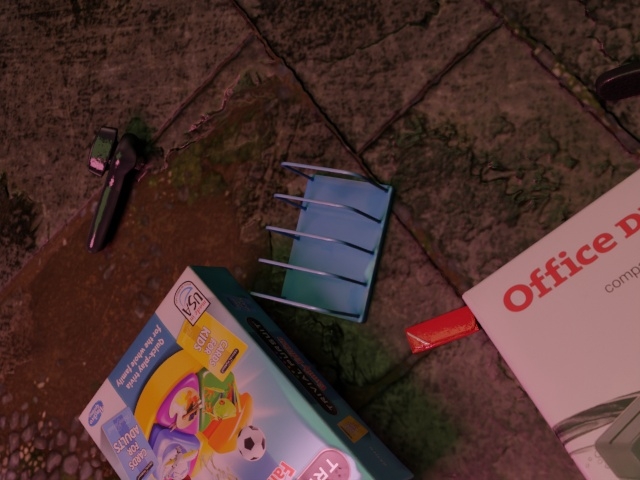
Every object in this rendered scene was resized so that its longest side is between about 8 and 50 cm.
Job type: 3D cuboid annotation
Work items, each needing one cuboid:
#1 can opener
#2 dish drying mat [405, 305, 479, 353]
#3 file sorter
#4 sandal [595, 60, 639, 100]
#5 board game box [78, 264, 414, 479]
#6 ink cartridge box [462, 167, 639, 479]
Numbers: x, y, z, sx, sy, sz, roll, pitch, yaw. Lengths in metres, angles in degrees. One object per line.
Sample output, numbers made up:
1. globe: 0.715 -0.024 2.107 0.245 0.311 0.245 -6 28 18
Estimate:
1. can opener: -0.305 -0.071 1.121 0.073 0.059 0.186 15 98 2
2. dish drying mat: 0.139 0.102 0.883 0.083 0.008 0.032 -24 70 22
3. file sorter: 0.000 0.000 0.919 0.118 0.104 0.170 11 86 28
4. sandal: 0.372 -0.189 0.786 0.179 0.067 0.040 -10 65 28
5. board game box: -0.101 0.232 0.876 0.336 0.079 0.253 45 107 25
6. ink cartridge box: 0.351 0.134 0.641 0.285 0.166 0.395 -37 59 9
